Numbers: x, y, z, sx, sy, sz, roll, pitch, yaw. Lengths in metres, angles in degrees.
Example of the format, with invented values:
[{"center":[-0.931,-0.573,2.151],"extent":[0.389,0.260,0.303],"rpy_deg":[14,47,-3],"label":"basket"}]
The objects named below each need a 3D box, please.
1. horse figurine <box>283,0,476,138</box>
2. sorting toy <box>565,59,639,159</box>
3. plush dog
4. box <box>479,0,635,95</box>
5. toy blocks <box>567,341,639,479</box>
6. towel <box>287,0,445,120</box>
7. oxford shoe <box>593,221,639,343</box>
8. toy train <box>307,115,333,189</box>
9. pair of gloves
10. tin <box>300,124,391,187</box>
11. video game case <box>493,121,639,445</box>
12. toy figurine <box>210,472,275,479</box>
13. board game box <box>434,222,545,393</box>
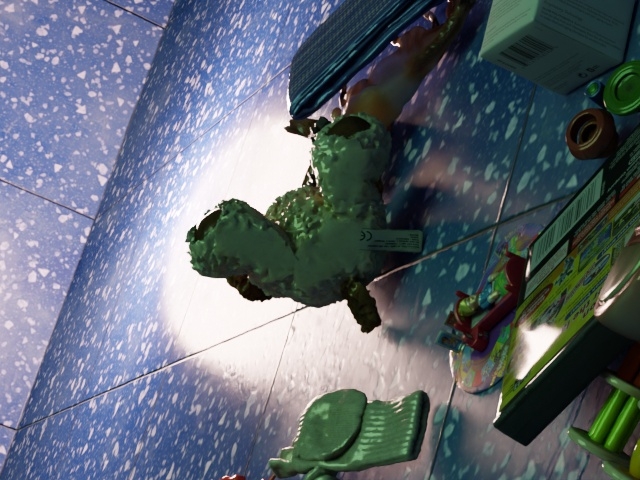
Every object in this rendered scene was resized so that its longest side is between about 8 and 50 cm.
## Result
[{"center":[0.077,-0.196,1.848],"extent":[0.263,0.066,0.174],"rpy_deg":[-45,22,4],"label":"horse figurine"},{"center":[0.256,-0.110,1.339],"extent":[0.102,0.042,0.061],"rpy_deg":[-45,40,22],"label":"sorting toy"},{"center":[0.000,0.000,1.758],"extent":[0.262,0.211,0.225],"rpy_deg":[-36,5,0],"label":"plush dog"},{"center":[0.221,-0.204,1.442],"extent":[0.101,0.102,0.087],"rpy_deg":[-30,42,62],"label":"box"},{"center":[0.241,0.096,1.084],"extent":[0.148,0.054,0.123],"rpy_deg":[-62,16,7],"label":"toy blocks"},{"center":[0.054,-0.267,1.924],"extent":[0.243,0.040,0.336],"rpy_deg":[-42,14,13],"label":"towel"},{"center":[0.330,-0.067,0.952],"extent":[0.397,0.146,0.140],"rpy_deg":[-52,-3,-11],"label":"oxford shoe"},{"center":[0.006,-0.095,1.838],"extent":[0.027,0.036,0.158],"rpy_deg":[-52,-15,-23],"label":"toy train"},{"center":[0.001,0.249,1.501],"extent":[0.204,0.042,0.240],"rpy_deg":[-11,51,52],"label":"pair of gloves"},{"center":[0.031,-0.096,1.952],"extent":[0.189,0.040,0.106],"rpy_deg":[-36,39,57],"label":"tin"},{"center":[0.235,-0.008,1.174],"extent":[0.275,0.035,0.248],"rpy_deg":[-52,9,34],"label":"video game case"},{"center":[-0.224,0.339,1.831],"extent":[0.362,0.217,0.191],"rpy_deg":[-33,37,58],"label":"toy figurine"},{"center":[0.153,0.056,1.418],"extent":[0.169,0.033,0.133],"rpy_deg":[-66,18,0],"label":"board game box"}]
